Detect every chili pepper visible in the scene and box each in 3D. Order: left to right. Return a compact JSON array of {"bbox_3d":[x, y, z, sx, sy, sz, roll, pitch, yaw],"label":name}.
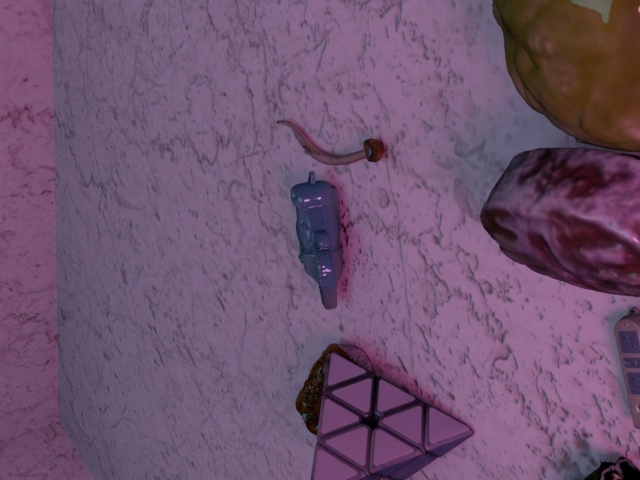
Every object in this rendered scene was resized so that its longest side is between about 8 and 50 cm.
[{"bbox_3d":[0.380,0.398,1.115,0.059,0.088,0.227,68,148,33],"label":"chili pepper"}]

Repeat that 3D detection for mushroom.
[{"bbox_3d":[0.011,-0.179,1.428,0.306,0.043,0.068,20,100,49],"label":"mushroom"}]

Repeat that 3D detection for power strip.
[{"bbox_3d":[0.434,0.185,1.009,0.047,0.030,0.191,-9,94,54],"label":"power strip"}]

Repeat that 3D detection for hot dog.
[{"bbox_3d":[0.026,0.315,1.552,0.144,0.075,0.268,55,137,28],"label":"hot dog"}]

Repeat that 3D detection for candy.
[{"bbox_3d":[0.332,-0.025,0.916,0.157,0.214,0.289,-58,27,-10],"label":"candy"}]

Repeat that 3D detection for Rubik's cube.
[{"bbox_3d":[0.089,0.367,1.362,0.228,0.228,0.233,-61,18,-7],"label":"Rubik's cube"}]

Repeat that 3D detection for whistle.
[{"bbox_3d":[0.000,0.000,1.463,0.186,0.093,0.274,-134,35,-71],"label":"whistle"}]

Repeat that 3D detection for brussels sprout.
[{"bbox_3d":[0.331,-0.252,0.828,0.317,0.242,0.274,57,166,22],"label":"brussels sprout"}]
